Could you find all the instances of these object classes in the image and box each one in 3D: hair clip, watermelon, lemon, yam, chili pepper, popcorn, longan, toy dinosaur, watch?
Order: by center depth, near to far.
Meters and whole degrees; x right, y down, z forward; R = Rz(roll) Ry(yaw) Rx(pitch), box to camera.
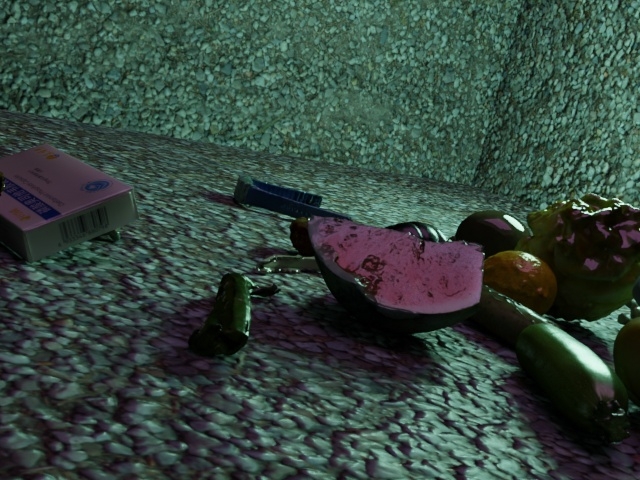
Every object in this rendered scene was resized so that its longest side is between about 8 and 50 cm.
[{"bbox_3d":[-0.124,0.094,1.317,0.084,0.076,0.359,-11,10,6],"label":"chili pepper"},{"bbox_3d":[0.113,0.059,1.468,0.305,0.180,0.224,13,-4,5],"label":"watermelon"},{"bbox_3d":[0.314,0.129,1.641,0.083,0.083,0.371,7,12,-30],"label":"yam"},{"bbox_3d":[-0.052,0.044,1.724,0.226,0.034,0.072,0,14,-44],"label":"hair clip"},{"bbox_3d":[0.383,0.089,1.740,0.142,0.142,0.187,6,13,-33],"label":"lemon"},{"bbox_3d":[0.542,0.028,1.829,0.292,0.293,0.237,16,-23,13],"label":"popcorn"},{"bbox_3d":[0.746,0.181,1.922,0.188,0.075,0.247,15,3,-32],"label":"toy dinosaur"},{"bbox_3d":[0.417,0.012,2.114,0.189,0.189,0.189,13,11,-3],"label":"longan"},{"bbox_3d":[-0.086,-0.093,2.316,0.274,0.068,0.276,14,10,-21],"label":"watch"}]

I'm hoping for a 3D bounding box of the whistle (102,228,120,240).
[{"bbox_3d":[-0.434,-0.074,1.676,0.105,0.102,0.253,1,19,-35],"label":"whistle"}]

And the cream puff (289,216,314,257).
[{"bbox_3d":[0.000,0.000,1.874,0.149,0.085,0.149,12,7,-2],"label":"cream puff"}]

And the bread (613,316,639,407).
[{"bbox_3d":[0.602,0.217,1.310,0.332,0.160,0.333,13,4,-1],"label":"bread"}]

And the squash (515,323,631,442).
[{"bbox_3d":[0.368,0.201,1.281,0.101,0.101,0.379,13,9,-4],"label":"squash"}]

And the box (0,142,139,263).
[{"bbox_3d":[-0.488,-0.075,1.521,0.200,0.065,0.343,-26,34,-32],"label":"box"}]

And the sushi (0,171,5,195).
[{"bbox_3d":[-0.596,-0.096,1.333,0.213,0.204,0.200,17,6,-9],"label":"sushi"}]

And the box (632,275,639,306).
[{"bbox_3d":[0.682,0.148,1.577,0.337,0.106,0.264,52,3,17],"label":"box"}]

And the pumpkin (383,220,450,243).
[{"bbox_3d":[0.151,0.041,1.627,0.194,0.194,0.150,9,33,-21],"label":"pumpkin"}]
